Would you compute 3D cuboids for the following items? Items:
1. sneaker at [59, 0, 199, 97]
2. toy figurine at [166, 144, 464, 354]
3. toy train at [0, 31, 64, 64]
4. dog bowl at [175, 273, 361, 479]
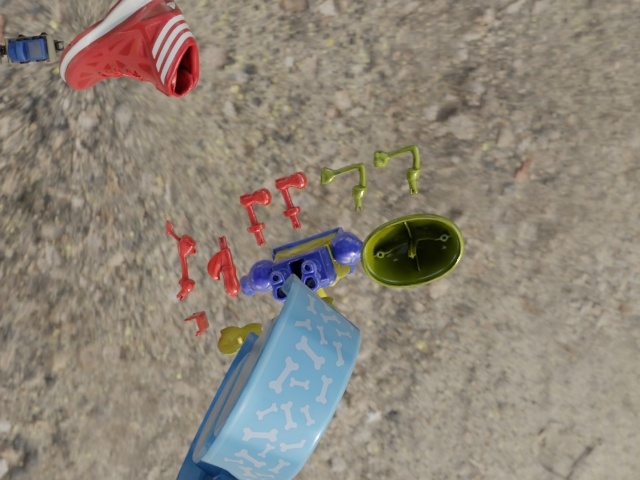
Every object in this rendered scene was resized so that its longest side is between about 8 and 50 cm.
[{"bbox_3d":[-0.233,-0.210,1.310,0.087,0.221,0.128,-30,89,-43],"label":"sneaker"},{"bbox_3d":[0.000,0.000,1.410,0.362,0.217,0.191,-20,93,10],"label":"toy figurine"},{"bbox_3d":[-0.306,-0.167,0.958,0.158,0.036,0.027,-4,102,11],"label":"toy train"},{"bbox_3d":[-0.048,0.144,0.916,0.074,0.297,0.166,27,60,-5],"label":"dog bowl"}]
